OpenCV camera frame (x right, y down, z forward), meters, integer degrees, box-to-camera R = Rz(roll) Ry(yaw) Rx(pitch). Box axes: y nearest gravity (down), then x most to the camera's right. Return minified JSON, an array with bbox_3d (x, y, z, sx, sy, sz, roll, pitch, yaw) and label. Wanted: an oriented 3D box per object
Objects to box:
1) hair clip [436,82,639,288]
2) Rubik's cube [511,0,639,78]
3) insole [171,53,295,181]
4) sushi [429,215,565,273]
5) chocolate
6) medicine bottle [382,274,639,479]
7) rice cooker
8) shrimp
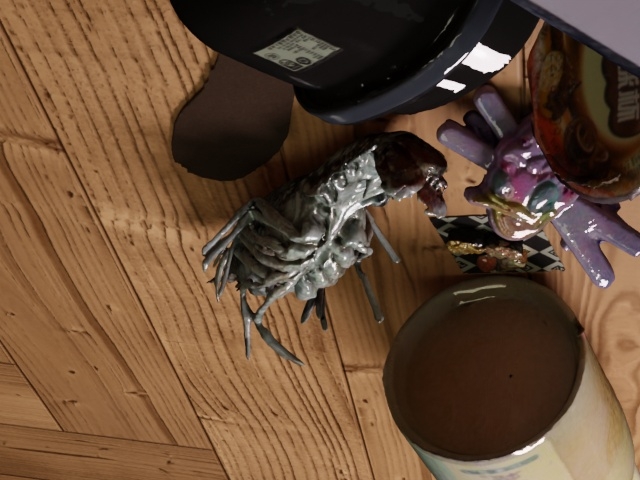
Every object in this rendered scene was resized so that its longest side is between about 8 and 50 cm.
[{"bbox_3d":[0.229,-0.048,1.477,0.137,0.090,0.278,-42,132,15],"label":"hair clip"},{"bbox_3d":[0.295,-0.256,0.822,0.316,0.318,0.313,26,148,-23],"label":"Rubik's cube"},{"bbox_3d":[-0.077,-0.134,1.516,0.111,0.007,0.328,15,152,-9],"label":"insole"},{"bbox_3d":[0.191,0.016,1.667,0.120,0.026,0.126,-4,149,25],"label":"sushi"},{"bbox_3d":[0.276,-0.123,1.250,0.147,0.221,0.221,7,159,-35],"label":"chocolate"},{"bbox_3d":[0.247,0.238,1.831,0.235,0.236,0.406,-2,148,24],"label":"medicine bottle"},{"bbox_3d":[0.024,-0.220,1.064,0.224,0.267,0.267,23,150,-30],"label":"rice cooker"},{"bbox_3d":[-0.002,-0.002,1.590,0.221,0.166,0.410,11,142,-29],"label":"shrimp"}]
